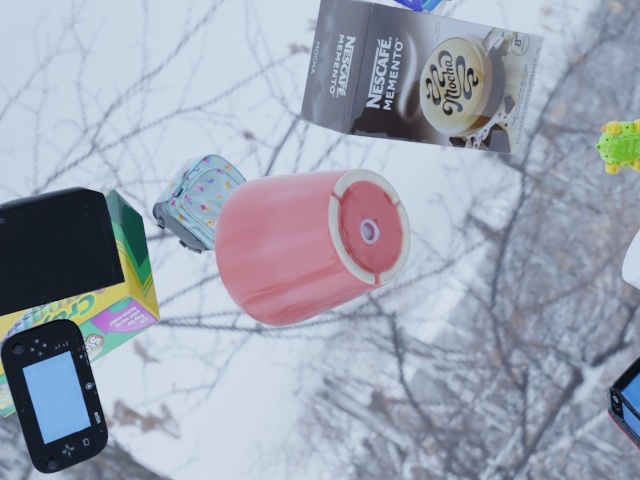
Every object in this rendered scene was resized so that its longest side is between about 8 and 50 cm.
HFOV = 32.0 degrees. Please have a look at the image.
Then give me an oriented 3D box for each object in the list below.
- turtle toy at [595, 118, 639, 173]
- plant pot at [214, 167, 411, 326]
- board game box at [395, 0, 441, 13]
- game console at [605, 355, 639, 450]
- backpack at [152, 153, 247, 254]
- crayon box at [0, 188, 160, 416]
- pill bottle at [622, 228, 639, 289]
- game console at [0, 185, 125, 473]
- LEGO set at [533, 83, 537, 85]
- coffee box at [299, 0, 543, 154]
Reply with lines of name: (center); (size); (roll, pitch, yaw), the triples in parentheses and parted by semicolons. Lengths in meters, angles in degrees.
turtle toy: (0.543, -0.172, 1.963); (0.066, 0.130, 0.095); (-116, -158, -67)
plant pot: (0.000, 0.000, 1.877); (0.243, 0.275, 0.275); (-14, -150, 44)
board game box: (0.157, -0.438, 1.641); (0.210, 0.160, 0.047); (-42, -140, 42)
game console: (0.551, 0.287, 1.857); (0.085, 0.144, 0.124); (-40, -171, 22)
backpack: (-0.240, -0.089, 2.359); (0.144, 0.166, 0.188); (-19, -143, 50)
crayon box: (-0.493, 0.114, 2.115); (0.363, 0.106, 0.313); (-32, -141, 11)
pill bottle: (0.653, 0.070, 1.827); (0.161, 0.283, 0.161); (-62, -175, 9)
game console: (-0.335, 0.119, 1.391); (0.044, 0.213, 0.361); (-140, -143, -63)
LEGO set: (0.331, -0.255, 1.818); (0.083, 0.023, 0.054); (-47, 136, -34)
coffee box: (0.135, -0.215, 1.475); (0.297, 0.119, 0.168); (2, 104, -35)
